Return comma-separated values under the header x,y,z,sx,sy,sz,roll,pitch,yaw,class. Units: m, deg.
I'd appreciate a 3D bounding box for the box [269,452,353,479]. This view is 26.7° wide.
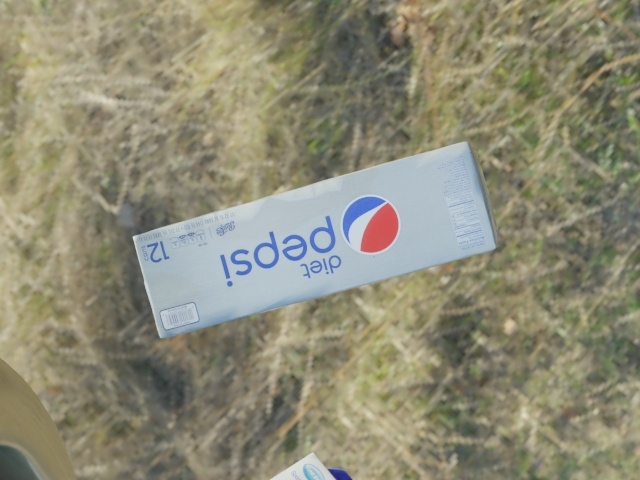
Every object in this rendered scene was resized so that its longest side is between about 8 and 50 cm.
x,y,z,sx,sy,sz,roll,pitch,yaw,class
-0.024,0.224,1.041,0.081,0.136,0.028,46,157,31,box

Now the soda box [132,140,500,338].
x,y,z,sx,sy,sz,roll,pitch,yaw,class
0.000,0.000,1.111,0.286,0.098,0.091,-16,89,9,soda box

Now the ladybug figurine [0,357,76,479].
x,y,z,sx,sy,sz,roll,pitch,yaw,class
-0.291,0.227,0.905,0.162,0.305,0.449,8,141,16,ladybug figurine
